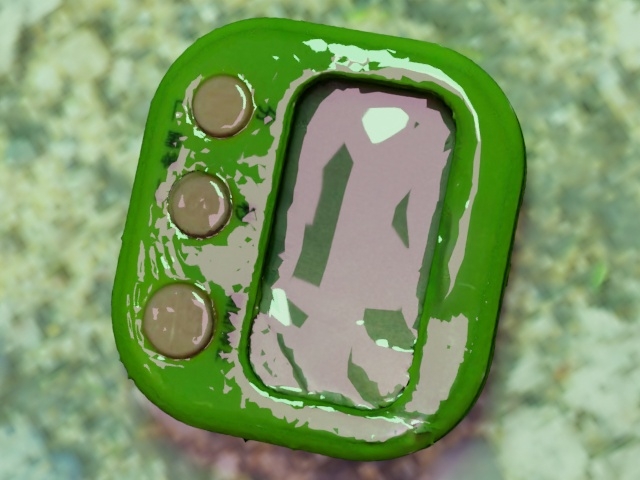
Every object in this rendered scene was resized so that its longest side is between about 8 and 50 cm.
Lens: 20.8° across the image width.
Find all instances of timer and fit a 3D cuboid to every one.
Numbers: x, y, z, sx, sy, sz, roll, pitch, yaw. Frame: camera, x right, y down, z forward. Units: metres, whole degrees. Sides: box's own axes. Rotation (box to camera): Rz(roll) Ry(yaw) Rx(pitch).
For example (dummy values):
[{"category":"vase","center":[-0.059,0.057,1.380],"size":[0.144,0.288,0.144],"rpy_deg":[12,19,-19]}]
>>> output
[{"category":"timer","center":[0.000,0.000,0.581],"size":[0.128,0.047,0.140],"rpy_deg":[11,87,10]}]
